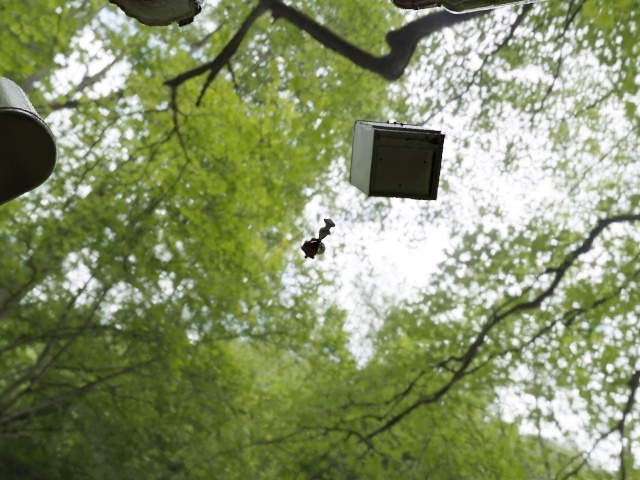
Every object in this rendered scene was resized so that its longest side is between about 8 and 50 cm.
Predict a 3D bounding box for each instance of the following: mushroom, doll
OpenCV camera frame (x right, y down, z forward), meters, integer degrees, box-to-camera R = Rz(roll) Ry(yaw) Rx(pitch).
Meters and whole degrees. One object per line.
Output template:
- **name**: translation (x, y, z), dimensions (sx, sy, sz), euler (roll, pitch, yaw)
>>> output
- **mushroom**: translation (-0.375, -0.609, 1.469), dimensions (0.247, 0.130, 0.344), euler (36, -18, -24)
- **doll**: translation (-0.003, -0.001, 1.251), dimensions (0.040, 0.058, 0.085), euler (45, -48, 28)

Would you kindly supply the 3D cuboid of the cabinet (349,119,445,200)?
- **cabinet**: translation (0.154, -0.174, 1.351), dimensions (0.145, 0.150, 0.206), euler (3, 12, -9)

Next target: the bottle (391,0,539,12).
- **bottle**: translation (0.197, -0.343, 0.801), dimensions (0.233, 0.110, 0.110), euler (-6, -41, 9)

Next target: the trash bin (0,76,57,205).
- **trash bin**: translation (-0.520, -0.137, 0.931), dimensions (0.247, 0.243, 0.121), euler (43, -22, 49)
